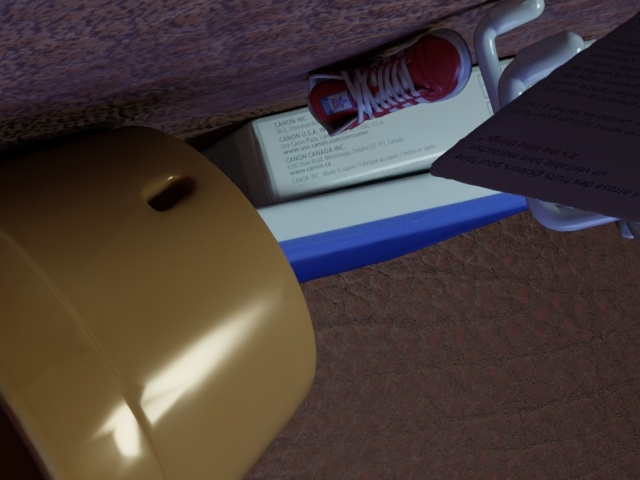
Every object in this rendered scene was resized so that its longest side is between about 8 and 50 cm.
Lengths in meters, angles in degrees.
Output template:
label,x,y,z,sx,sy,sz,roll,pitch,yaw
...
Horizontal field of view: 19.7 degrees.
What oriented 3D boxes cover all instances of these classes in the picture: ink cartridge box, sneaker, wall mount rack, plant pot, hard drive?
label,x,y,z,sx,sy,sz,roll,pitch,yaw
ink cartridge box,0.034,-0.061,1.398,0.296,0.066,0.261,-15,175,-26
sneaker,0.037,-0.093,1.101,0.067,0.042,0.118,-19,180,-30
wall mount rack,0.239,-0.103,0.957,0.304,0.130,0.350,-15,-168,5
plant pot,-0.140,0.067,1.056,0.203,0.291,0.291,-34,-175,-29
hard drive,0.000,0.000,1.331,0.319,0.040,0.210,-13,174,-45

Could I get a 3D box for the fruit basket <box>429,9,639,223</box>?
label,x,y,z,sx,sy,sz,roll,pitch,yaw
fruit basket,0.266,-0.072,0.607,0.353,0.165,0.327,-40,-147,-25
